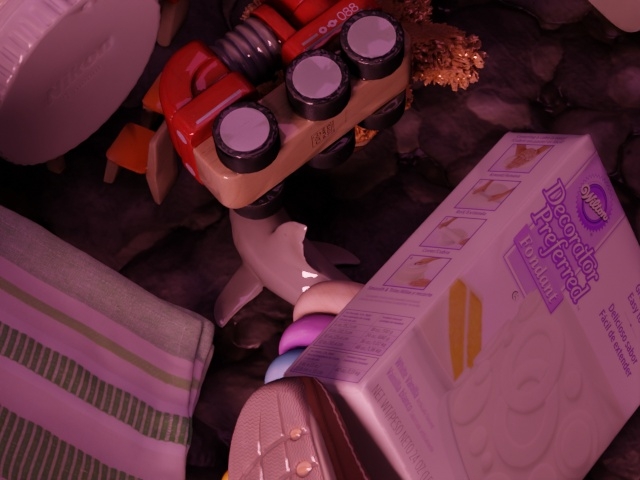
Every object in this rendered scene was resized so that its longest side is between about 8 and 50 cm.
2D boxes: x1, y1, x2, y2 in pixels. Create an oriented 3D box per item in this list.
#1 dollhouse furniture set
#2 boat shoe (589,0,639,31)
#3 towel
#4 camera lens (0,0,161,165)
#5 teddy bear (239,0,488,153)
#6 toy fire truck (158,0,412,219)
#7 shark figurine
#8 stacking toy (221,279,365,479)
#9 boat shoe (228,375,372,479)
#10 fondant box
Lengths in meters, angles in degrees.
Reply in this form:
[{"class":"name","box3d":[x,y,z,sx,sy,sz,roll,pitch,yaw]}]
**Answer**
[{"class":"dollhouse furniture set","box3d":[-0.223,-0.198,1.748,0.262,0.135,0.259,22,55,12]},{"class":"boat shoe","box3d":[0.299,-0.314,1.920,0.081,0.079,0.227,-23,62,-31]},{"class":"towel","box3d":[-0.204,0.129,1.460,0.248,0.038,0.325,31,36,-21]},{"class":"camera lens","box3d":[-0.306,-0.225,1.591,0.274,0.219,0.219,39,60,18]},{"class":"teddy bear","box3d":[0.037,-0.204,1.806,0.245,0.113,0.338,0,45,-12]},{"class":"toy fire truck","box3d":[-0.067,-0.182,1.595,0.217,0.158,0.246,-37,67,-13]},{"class":"shark figurine","box3d":[0.012,0.021,1.618,0.278,0.116,0.166,25,56,16]},{"class":"stacking toy","box3d":[-0.022,0.199,1.480,0.141,0.141,0.330,22,61,12]},{"class":"boat shoe","box3d":[0.022,0.253,1.375,0.123,0.324,0.116,-6,11,46]},{"class":"fondant box","box3d":[0.146,0.099,1.487,0.096,0.238,0.330,3,40,47]}]
